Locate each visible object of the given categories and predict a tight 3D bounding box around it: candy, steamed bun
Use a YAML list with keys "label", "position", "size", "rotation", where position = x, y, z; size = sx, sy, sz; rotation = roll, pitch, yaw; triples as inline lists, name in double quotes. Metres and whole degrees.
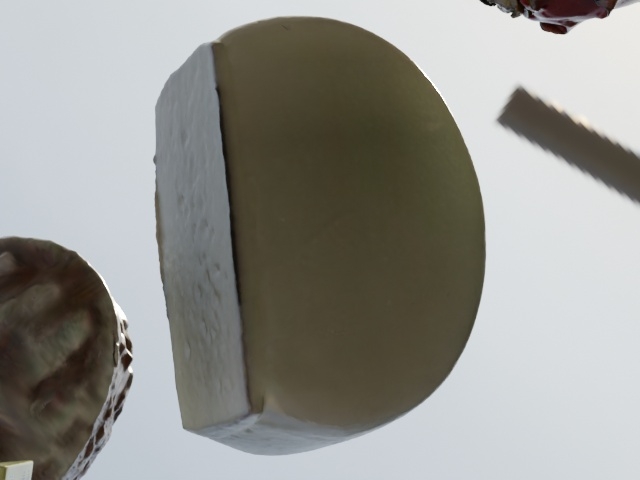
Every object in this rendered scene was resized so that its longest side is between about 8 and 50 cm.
- label: "candy"
  position: [-0.282, 0.131, 1.152]
  size: [0.214, 0.289, 0.157]
  rotation: [42, 172, 10]
- label: "steamed bun"
  position: [0.000, 0.000, 0.833]
  size: [0.164, 0.146, 0.241]
  rotation: [-3, -101, -26]

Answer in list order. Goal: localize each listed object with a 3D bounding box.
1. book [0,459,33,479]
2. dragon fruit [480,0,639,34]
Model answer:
- label: "book"
  position: [-0.199, 0.191, 0.873]
  size: [0.014, 0.077, 0.111]
  rotation: [7, -97, 2]
- label: "dragon fruit"
  position: [0.178, -0.197, 0.798]
  size: [0.246, 0.125, 0.125]
  rotation: [-18, -133, -31]
